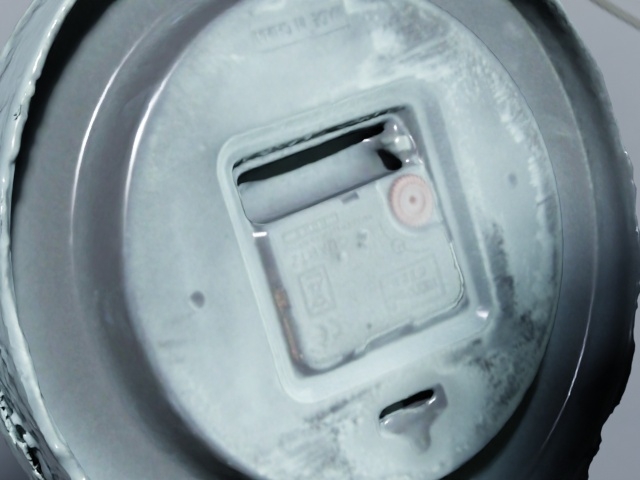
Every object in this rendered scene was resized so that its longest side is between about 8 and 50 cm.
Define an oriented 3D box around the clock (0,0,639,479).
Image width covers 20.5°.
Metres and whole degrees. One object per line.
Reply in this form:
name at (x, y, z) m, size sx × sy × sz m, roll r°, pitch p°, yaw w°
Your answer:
clock at (0.000, 0.000, 0.534) m, size 0.226 × 0.049 × 0.226 m, roll 1°, pitch 88°, yaw -33°
